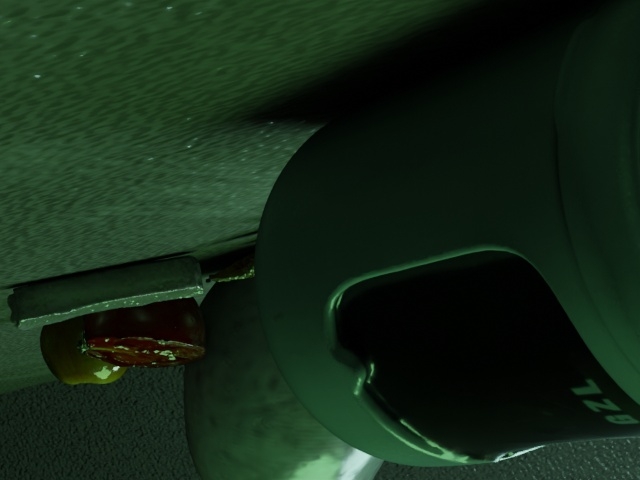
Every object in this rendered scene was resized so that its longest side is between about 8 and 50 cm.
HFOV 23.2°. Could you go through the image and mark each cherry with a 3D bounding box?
[{"bbox_3d":[-0.016,0.160,1.794,0.291,0.335,0.326,24,144,-9],"label":"cherry"}]

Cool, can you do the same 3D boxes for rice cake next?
[{"bbox_3d":[-0.210,0.050,1.556,0.207,0.047,0.036,-12,169,-27],"label":"rice cake"}]

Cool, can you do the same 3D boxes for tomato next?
[{"bbox_3d":[-0.192,0.084,1.690,0.139,0.091,0.159,5,161,-9],"label":"tomato"}]

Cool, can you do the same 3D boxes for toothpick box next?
[{"bbox_3d":[0.117,-0.002,0.893,0.263,0.263,0.355,-10,174,-39],"label":"toothpick box"}]

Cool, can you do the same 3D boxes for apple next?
[{"bbox_3d":[-0.283,0.127,1.893,0.114,0.102,0.099,-13,177,0],"label":"apple"}]

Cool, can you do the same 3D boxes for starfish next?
[{"bbox_3d":[-0.001,-0.001,1.570,0.227,0.043,0.240,-14,179,31],"label":"starfish"}]
